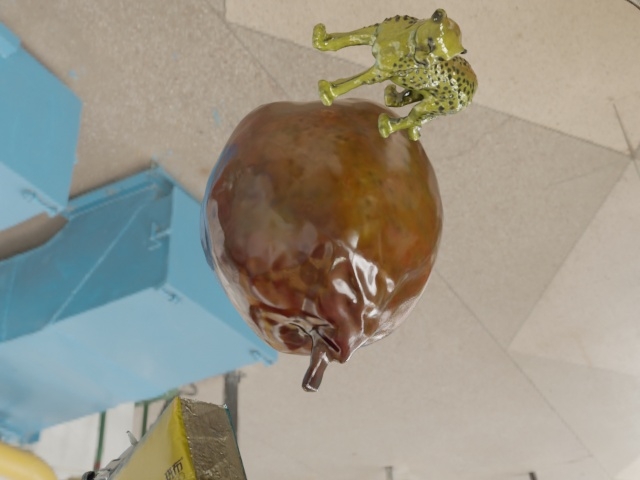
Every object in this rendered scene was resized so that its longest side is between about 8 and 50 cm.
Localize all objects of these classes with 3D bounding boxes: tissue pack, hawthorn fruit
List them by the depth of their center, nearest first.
[{"bbox_3d":[-0.169,0.275,0.907,0.082,0.120,0.169,21,122,-36],"label":"tissue pack"},{"bbox_3d":[0.000,-0.018,0.945,0.308,0.325,0.308,-2,106,-6],"label":"hawthorn fruit"}]

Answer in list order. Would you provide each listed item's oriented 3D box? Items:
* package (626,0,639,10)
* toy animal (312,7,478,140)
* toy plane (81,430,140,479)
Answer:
[{"bbox_3d":[0.344,-0.161,0.478,0.221,0.311,0.165,-11,149,-22],"label":"package"},{"bbox_3d":[0.089,-0.138,0.687,0.136,0.073,0.181,-7,160,35],"label":"toy animal"},{"bbox_3d":[-0.276,0.325,1.089,0.162,0.171,0.065,-16,114,25],"label":"toy plane"}]
